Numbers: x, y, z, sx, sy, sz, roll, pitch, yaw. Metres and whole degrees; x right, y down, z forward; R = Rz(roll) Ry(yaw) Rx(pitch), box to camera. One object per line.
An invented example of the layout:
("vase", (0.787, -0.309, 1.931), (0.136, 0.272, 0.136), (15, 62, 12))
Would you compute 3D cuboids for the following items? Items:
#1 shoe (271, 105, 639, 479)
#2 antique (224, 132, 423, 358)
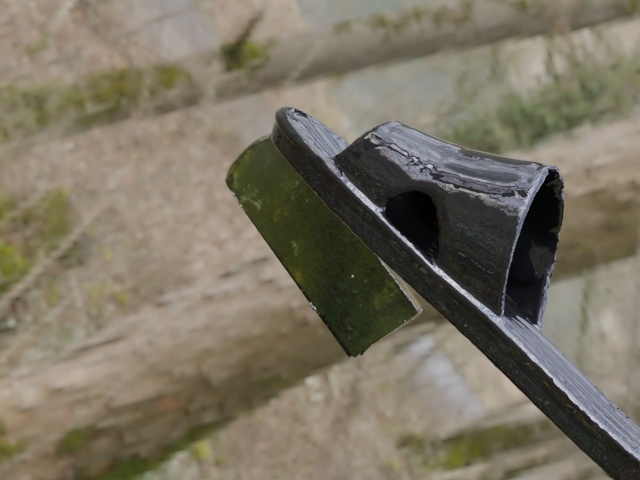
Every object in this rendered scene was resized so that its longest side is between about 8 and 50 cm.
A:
("shoe", (0.057, 0.006, 0.526), (0.159, 0.053, 0.062), (47, 14, 15))
("antique", (0.000, 0.000, 1.752), (0.221, 0.081, 0.080), (55, 3, 5))
